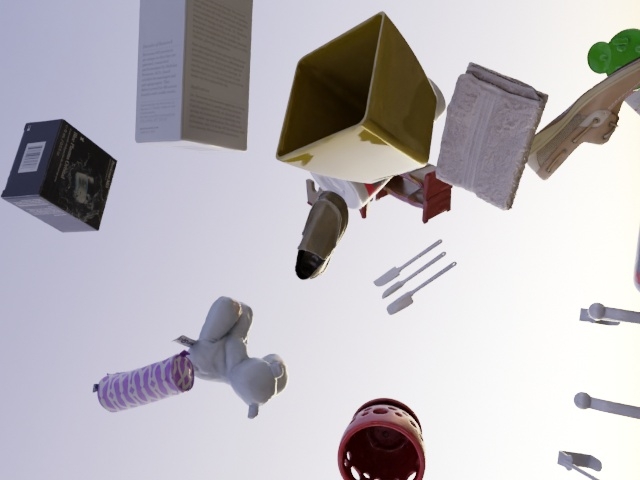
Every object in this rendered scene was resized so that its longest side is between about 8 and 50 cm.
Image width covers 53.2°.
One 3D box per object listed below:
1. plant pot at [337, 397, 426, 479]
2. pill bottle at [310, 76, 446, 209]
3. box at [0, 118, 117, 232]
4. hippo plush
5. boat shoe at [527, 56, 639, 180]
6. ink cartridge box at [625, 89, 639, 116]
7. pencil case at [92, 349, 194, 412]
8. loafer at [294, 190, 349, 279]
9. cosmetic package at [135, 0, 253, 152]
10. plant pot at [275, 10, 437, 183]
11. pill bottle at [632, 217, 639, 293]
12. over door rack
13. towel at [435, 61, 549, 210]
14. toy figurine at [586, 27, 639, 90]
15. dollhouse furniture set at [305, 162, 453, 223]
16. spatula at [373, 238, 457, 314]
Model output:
[{"bbox_3d":[0.145,0.458,1.432,0.174,0.191,0.191,-33,-58,-74],"label":"plant pot"},{"bbox_3d":[0.132,-0.234,1.439,0.318,0.176,0.176,-45,-44,-15],"label":"pill bottle"},{"bbox_3d":[-0.473,-0.115,1.177,0.158,0.093,0.155,47,-134,-59],"label":"box"},{"bbox_3d":[-0.186,0.280,1.550,0.234,0.237,0.294,-68,-20,1],"label":"hippo plush"},{"bbox_3d":[0.580,-0.257,1.361,0.110,0.341,0.122,52,-135,6],"label":"boat shoe"},{"bbox_3d":[0.912,-0.405,1.794,0.122,0.088,0.052,36,-141,-16],"label":"ink cartridge box"},{"bbox_3d":[-0.362,0.295,1.327,0.086,0.206,0.088,55,-155,-45],"label":"pencil case"},{"bbox_3d":[0.000,0.000,0.893,0.050,0.056,0.148,-53,-20,-55],"label":"loafer"},{"bbox_3d":[-0.294,-0.443,1.512,0.230,0.162,0.452,2,-88,-57],"label":"cosmetic package"},{"bbox_3d":[0.078,-0.210,1.078,0.187,0.212,0.212,28,-118,-35],"label":"plant pot"},{"bbox_3d":[0.615,-0.081,0.985,0.210,0.210,0.362,-27,-59,-58],"label":"pill bottle"},{"bbox_3d":[0.359,0.203,0.801,0.324,0.108,0.239,46,-125,-82],"label":"over door rack"},{"bbox_3d":[0.338,-0.204,1.298,0.049,0.187,0.282,-34,-37,-36],"label":"towel"},{"bbox_3d":[0.706,-0.407,1.397,0.159,0.173,0.130,-18,-66,-25],"label":"toy figurine"},{"bbox_3d":[0.167,-0.121,1.754,0.374,0.201,0.152,-24,-52,-31],"label":"dollhouse furniture set"},{"bbox_3d":[0.274,0.102,1.842,0.019,0.242,0.168,50,-169,-31],"label":"spatula"}]
